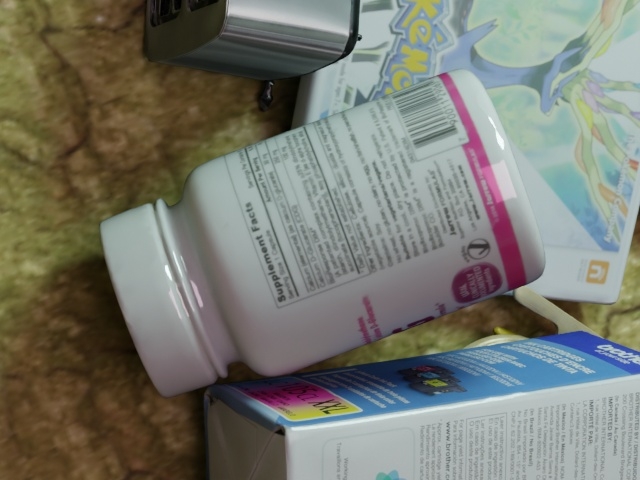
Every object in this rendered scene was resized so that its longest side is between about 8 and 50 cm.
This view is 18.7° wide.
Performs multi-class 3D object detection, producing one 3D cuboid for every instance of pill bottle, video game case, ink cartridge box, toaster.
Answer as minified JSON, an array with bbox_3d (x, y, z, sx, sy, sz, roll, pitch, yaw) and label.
[{"bbox_3d":[0.000,0.000,1.358,0.283,0.160,0.160,-20,100,1],"label":"pill bottle"},{"bbox_3d":[0.129,-0.121,1.483,0.300,0.036,0.329,6,102,-23],"label":"video game case"},{"bbox_3d":[0.122,0.222,1.444,0.395,0.151,0.270,-6,103,-24],"label":"ink cartridge box"},{"bbox_3d":[-0.045,-0.196,1.381,0.110,0.168,0.186,5,86,-24],"label":"toaster"}]

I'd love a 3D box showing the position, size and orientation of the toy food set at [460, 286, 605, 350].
[{"bbox_3d":[0.141,0.136,1.545,0.132,0.038,0.192,36,87,-23],"label":"toy food set"}]
